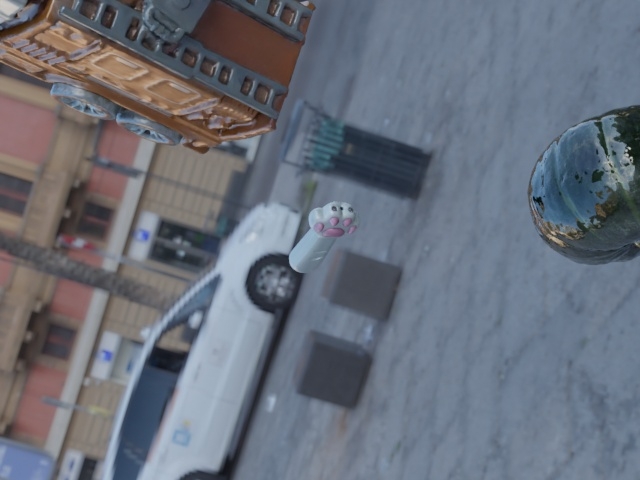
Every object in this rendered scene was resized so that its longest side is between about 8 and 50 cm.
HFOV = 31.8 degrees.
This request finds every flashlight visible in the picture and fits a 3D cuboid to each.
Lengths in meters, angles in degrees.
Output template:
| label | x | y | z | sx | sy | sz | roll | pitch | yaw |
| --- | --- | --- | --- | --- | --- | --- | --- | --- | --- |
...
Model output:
| label | x | y | z | sx | sy | sz | roll | pitch | yaw |
| --- | --- | --- | --- | --- | --- | --- | --- | --- | --- |
| flashlight | 0.000 | 0.000 | 1.998 | 0.200 | 0.093 | 0.047 | 127 | 139 | -50 |

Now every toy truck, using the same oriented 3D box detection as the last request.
| label | x | y | z | sx | sy | sz | roll | pitch | yaw |
| --- | --- | --- | --- | --- | --- | --- | --- | --- | --- |
| toy truck | -0.206 | -0.222 | 1.010 | 0.207 | 0.388 | 0.173 | 4 | 75 | 57 |

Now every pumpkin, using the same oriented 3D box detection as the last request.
| label | x | y | z | sx | sy | sz | roll | pitch | yaw |
| --- | --- | --- | --- | --- | --- | --- | --- | --- | --- |
| pumpkin | 0.451 | -0.085 | 1.634 | 0.300 | 0.300 | 0.207 | 119 | 142 | -62 |
